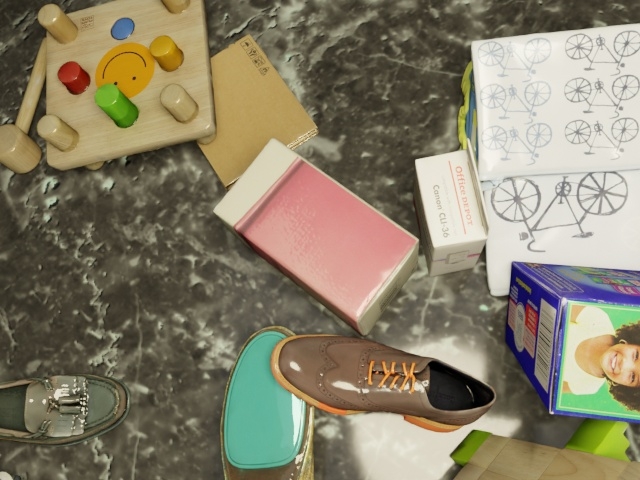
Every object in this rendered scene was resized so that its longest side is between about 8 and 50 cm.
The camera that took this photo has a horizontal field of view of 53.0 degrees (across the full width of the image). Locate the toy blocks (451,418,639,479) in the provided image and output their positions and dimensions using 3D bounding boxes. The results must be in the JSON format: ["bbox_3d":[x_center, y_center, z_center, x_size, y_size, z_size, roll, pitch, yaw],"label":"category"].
[{"bbox_3d":[0.294,0.331,0.625,0.190,0.381,0.261,-43,92,-18],"label":"toy blocks"}]

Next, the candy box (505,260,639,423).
[{"bbox_3d":[0.383,0.105,0.690,0.316,0.268,0.122,3,96,7],"label":"candy box"}]

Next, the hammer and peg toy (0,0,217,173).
[{"bbox_3d":[-0.335,-0.239,0.945,0.360,0.127,0.266,-10,72,10],"label":"hammer and peg toy"}]

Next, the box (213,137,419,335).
[{"bbox_3d":[0.000,0.000,0.838,0.232,0.149,0.127,36,82,16],"label":"box"}]

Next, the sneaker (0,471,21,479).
[{"bbox_3d":[-0.404,0.340,0.758,0.094,0.235,0.153,-28,60,-10],"label":"sneaker"}]

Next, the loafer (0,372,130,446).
[{"bbox_3d":[-0.394,0.227,0.855,0.267,0.084,0.096,-5,73,6],"label":"loafer"}]

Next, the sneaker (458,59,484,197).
[{"bbox_3d":[0.230,-0.160,0.866,0.091,0.126,0.240,-5,73,6],"label":"sneaker"}]

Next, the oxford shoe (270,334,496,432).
[{"bbox_3d":[0.077,0.157,0.757,0.271,0.098,0.097,15,61,-16],"label":"oxford shoe"}]

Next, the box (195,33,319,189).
[{"bbox_3d":[-0.124,-0.198,0.976,0.164,0.021,0.201,-33,73,-3],"label":"box"}]

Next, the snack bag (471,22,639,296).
[{"bbox_3d":[0.355,-0.091,0.805,0.322,0.037,0.343,-2,101,8],"label":"snack bag"}]

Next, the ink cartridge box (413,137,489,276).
[{"bbox_3d":[0.158,-0.035,0.802,0.067,0.198,0.116,-11,73,4],"label":"ink cartridge box"}]

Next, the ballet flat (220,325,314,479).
[{"bbox_3d":[-0.056,0.285,0.783,0.123,0.123,0.349,-4,70,6],"label":"ballet flat"}]
